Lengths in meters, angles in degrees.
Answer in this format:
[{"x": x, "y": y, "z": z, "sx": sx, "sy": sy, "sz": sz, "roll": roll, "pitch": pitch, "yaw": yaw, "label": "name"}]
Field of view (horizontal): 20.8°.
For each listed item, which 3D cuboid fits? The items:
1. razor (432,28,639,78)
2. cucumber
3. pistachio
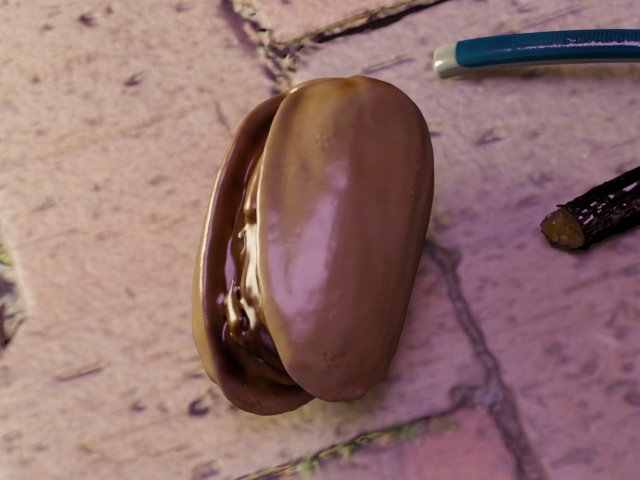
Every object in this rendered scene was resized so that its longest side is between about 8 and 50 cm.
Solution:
[{"x": 0.163, "y": -0.114, "z": 1.065, "sx": 0.191, "sy": 0.037, "sz": 0.068, "roll": 2, "pitch": 60, "yaw": 10, "label": "razor"}, {"x": 0.192, "y": -0.029, "z": 1.013, "sx": 0.135, "sy": 0.033, "sz": 0.034, "roll": -24, "pitch": 25, "yaw": -7, "label": "cucumber"}, {"x": 0.000, "y": 0.000, "z": 0.981, "sx": 0.129, "sy": 0.131, "sz": 0.206, "roll": -22, "pitch": 49, "yaw": 51, "label": "pistachio"}]
